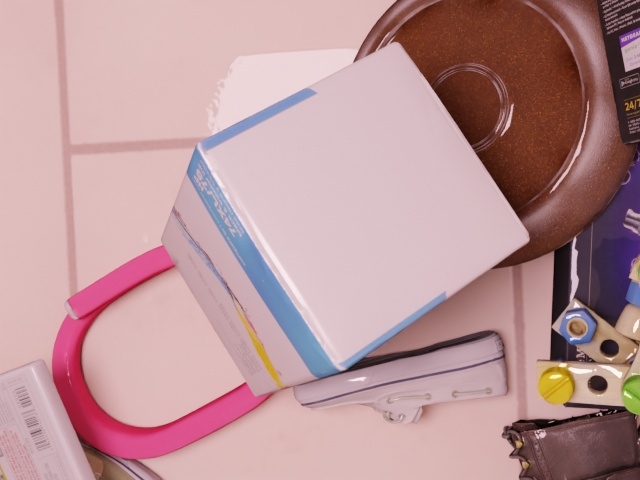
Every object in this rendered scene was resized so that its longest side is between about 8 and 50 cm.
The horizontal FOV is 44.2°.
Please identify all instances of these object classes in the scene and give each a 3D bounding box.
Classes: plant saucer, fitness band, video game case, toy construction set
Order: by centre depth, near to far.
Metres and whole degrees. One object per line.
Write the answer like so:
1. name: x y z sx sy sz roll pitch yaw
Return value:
1. toy construction set: 0.365 0.101 0.649 0.328 0.151 0.215 24 102 5
2. plant saucer: 0.147 -0.126 0.771 0.311 0.050 0.310 0 90 30
3. video game case: -0.328 0.258 0.811 0.206 0.026 0.227 -21 94 15
4. fitness band: -0.163 0.117 0.869 0.291 0.054 0.209 -29 88 8

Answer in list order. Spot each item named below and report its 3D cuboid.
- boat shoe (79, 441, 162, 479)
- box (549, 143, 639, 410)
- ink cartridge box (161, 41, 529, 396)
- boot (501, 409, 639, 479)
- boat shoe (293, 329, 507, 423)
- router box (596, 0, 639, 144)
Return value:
1. boat shoe: -0.293 0.270 0.867 0.302 0.094 0.109 27 94 6
2. box: 0.331 0.033 0.784 0.184 0.103 0.261 2 91 9
3. ink cartridge box: 0.000 0.000 0.709 0.198 0.270 0.197 -31 86 -23
4. boot: 0.238 0.299 0.818 0.263 0.091 0.229 -19 84 3
5. boat shoe: 0.086 0.157 0.823 0.226 0.083 0.075 -14 89 6
6. router box: 0.394 -0.229 0.712 0.309 0.081 0.243 -10 90 -22
